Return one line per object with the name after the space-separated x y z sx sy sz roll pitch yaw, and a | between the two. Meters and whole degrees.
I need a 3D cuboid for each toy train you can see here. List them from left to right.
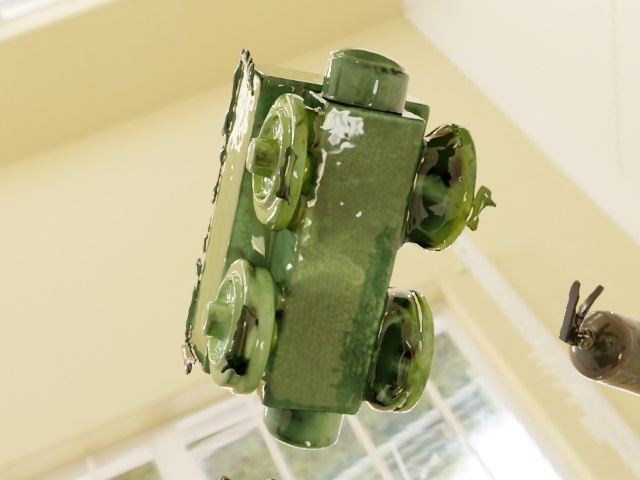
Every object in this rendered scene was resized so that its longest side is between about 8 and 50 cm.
0.000 0.000 0.850 0.188 0.159 0.271 -134 -126 -69 | toy train

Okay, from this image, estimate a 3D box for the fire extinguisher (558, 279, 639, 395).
0.322 0.109 1.219 0.268 0.089 0.072 20 12 -35 | fire extinguisher

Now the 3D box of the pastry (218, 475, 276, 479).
-0.039 0.321 0.778 0.405 0.292 0.337 -28 -79 42 | pastry
